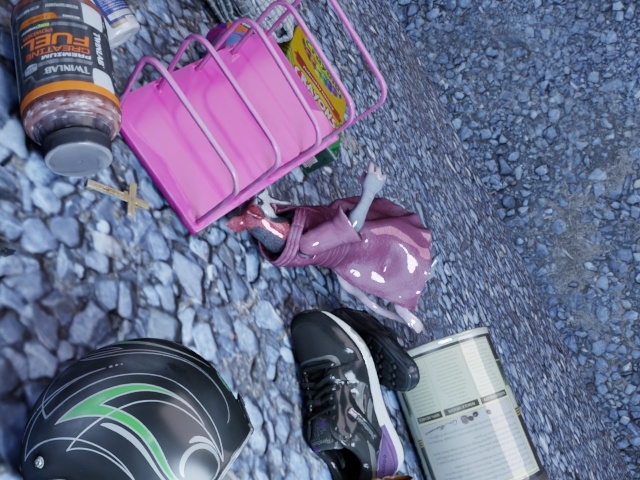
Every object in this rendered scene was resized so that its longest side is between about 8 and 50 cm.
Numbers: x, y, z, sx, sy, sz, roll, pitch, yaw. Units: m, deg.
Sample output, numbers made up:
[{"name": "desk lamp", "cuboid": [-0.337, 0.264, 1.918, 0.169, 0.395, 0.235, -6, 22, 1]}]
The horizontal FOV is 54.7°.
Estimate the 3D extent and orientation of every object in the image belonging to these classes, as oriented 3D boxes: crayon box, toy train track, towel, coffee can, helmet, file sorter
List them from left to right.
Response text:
[{"name": "toy train track", "cuboid": [-0.248, -0.054, 0.751, 0.083, 0.014, 0.048, 24, 53, -44]}, {"name": "helmet", "cuboid": [-0.160, 0.165, 0.530, 0.161, 0.169, 0.169, 39, 28, 2]}, {"name": "towel", "cuboid": [-0.168, -0.532, 1.215, 0.284, 0.121, 0.235, 45, 33, -36]}, {"name": "file sorter", "cuboid": [-0.087, -0.183, 0.819, 0.291, 0.182, 0.202, -38, 97, -33]}, {"name": "crayon box", "cuboid": [-0.035, -0.309, 1.279, 0.202, 0.081, 0.318, 51, 29, -30]}, {"name": "coffee can", "cuboid": [0.255, 0.317, 1.109, 0.201, 0.202, 0.275, 9, 58, -59]}]

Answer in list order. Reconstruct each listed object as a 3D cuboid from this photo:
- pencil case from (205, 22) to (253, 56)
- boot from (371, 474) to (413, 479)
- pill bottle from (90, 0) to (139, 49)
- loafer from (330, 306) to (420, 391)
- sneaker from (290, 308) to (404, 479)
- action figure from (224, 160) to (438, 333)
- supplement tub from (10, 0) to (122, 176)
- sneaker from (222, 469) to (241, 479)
[{"name": "pencil case", "cuboid": [-0.153, -0.257, 1.010, 0.104, 0.104, 0.236, 42, 34, -37]}, {"name": "boot", "cuboid": [0.114, 0.405, 0.857, 0.197, 0.073, 0.152, 36, 55, -58]}, {"name": "pill bottle", "cuboid": [-0.304, -0.323, 0.830, 0.120, 0.067, 0.067, 57, 27, -13]}, {"name": "loafer", "cuboid": [0.092, 0.162, 0.974, 0.078, 0.223, 0.076, -7, 111, -26]}, {"name": "sneaker", "cuboid": [0.025, 0.237, 0.884, 0.124, 0.107, 0.283, -26, 90, -58]}, {"name": "action figure", "cuboid": [0.000, 0.000, 1.006, 0.370, 0.248, 0.275, 3, 99, -40]}, {"name": "supplement tub", "cuboid": [-0.281, -0.172, 0.692, 0.106, 0.106, 0.197, 16, 52, -56]}, {"name": "sneaker", "cuboid": [-0.110, 0.335, 0.542, 0.115, 0.105, 0.281, 29, 42, -47]}]
